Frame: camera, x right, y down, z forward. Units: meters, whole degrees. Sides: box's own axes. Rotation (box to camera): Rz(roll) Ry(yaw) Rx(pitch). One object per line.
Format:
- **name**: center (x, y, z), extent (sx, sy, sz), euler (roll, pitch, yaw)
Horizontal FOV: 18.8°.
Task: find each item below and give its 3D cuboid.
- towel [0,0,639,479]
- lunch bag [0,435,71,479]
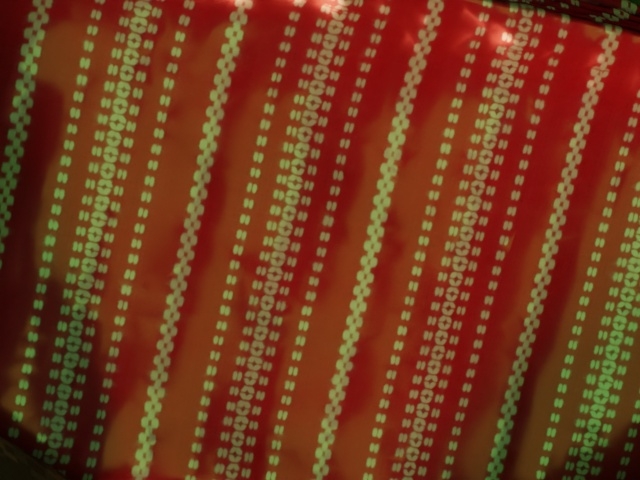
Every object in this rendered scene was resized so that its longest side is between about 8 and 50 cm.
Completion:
- **towel**: center (0.000, 0.000, 0.613), extent (0.275, 0.031, 0.198), euler (12, 101, -16)
- **lunch bag**: center (-0.183, 0.195, 0.481), extent (0.213, 0.256, 0.305), euler (36, 100, -17)
